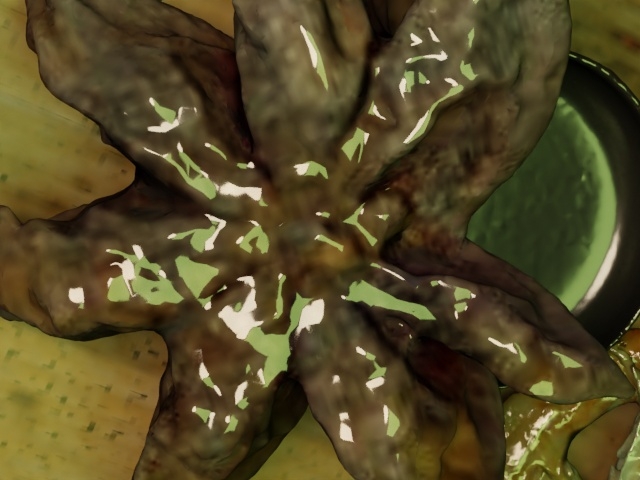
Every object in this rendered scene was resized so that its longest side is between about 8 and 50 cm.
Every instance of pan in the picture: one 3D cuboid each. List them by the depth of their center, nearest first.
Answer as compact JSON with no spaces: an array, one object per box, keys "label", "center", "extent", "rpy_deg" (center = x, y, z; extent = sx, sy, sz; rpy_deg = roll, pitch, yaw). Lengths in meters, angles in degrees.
[{"label":"pan","center":[0.044,-0.054,0.599],"extent":[0.115,0.040,0.212],"rpy_deg":[-18,112,-13]}]

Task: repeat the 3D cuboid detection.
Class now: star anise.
[{"label":"star anise","center":[-0.016,-0.003,0.555],"extent":[0.197,0.073,0.212],"rpy_deg":[-6,101,15]}]

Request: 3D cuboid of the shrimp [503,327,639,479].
[{"label":"shrimp","center":[0.104,0.068,0.653],"extent":[0.099,0.041,0.180],"rpy_deg":[27,93,-6]}]
